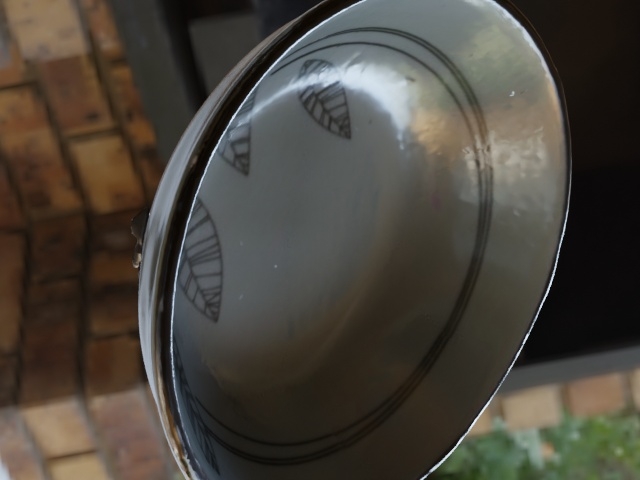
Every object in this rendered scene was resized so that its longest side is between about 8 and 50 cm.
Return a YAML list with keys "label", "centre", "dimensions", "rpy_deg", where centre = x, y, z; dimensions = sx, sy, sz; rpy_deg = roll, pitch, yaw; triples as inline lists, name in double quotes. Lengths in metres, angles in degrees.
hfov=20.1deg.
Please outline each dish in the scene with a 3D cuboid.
- label: "dish"
  centre: [0.000, 0.000, 0.975]
  dimensions: [0.106, 0.316, 0.316]
  rpy_deg: [24, -40, 41]
